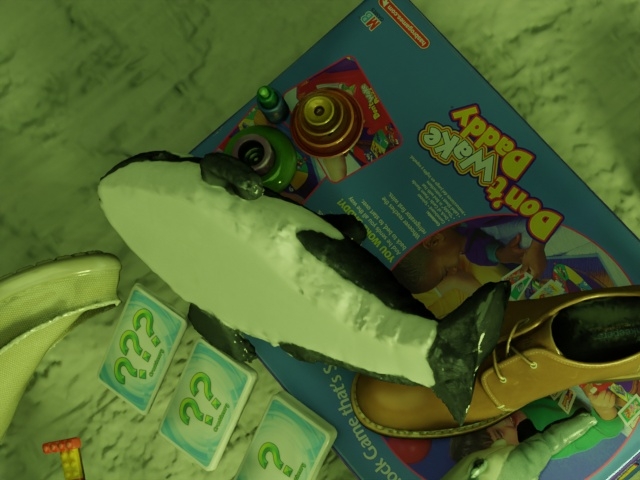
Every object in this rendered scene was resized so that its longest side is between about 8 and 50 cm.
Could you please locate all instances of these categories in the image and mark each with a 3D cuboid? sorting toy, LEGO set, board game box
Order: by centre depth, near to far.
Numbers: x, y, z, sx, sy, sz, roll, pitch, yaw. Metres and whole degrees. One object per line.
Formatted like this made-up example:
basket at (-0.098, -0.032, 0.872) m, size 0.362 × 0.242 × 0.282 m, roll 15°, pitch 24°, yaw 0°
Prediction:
sorting toy at (-0.024, -0.071, 1.045) m, size 0.102 × 0.042 × 0.061 m, roll -28°, pitch 72°, yaw 4°
board game box at (0.073, 0.032, 1.062) m, size 0.233 × 0.078 × 0.347 m, roll -41°, pitch 71°, yaw 0°
LEGO set at (-0.116, 0.178, 1.064) m, size 0.182 × 0.060 × 0.244 m, roll 35°, pitch 111°, yaw 25°

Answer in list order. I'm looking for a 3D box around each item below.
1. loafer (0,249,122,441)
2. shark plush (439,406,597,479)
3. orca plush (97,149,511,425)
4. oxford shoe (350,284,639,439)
loafer at (-0.237, 0.099, 1.105) m, size 0.268 × 0.102 × 0.092 m, roll -33°, pitch 85°, yaw 10°
shark plush at (0.101, 0.161, 0.970) m, size 0.067 × 0.073 × 0.161 m, roll 47°, pitch 68°, yaw -1°
orca plush at (0.000, 0.000, 0.987) m, size 0.287 × 0.102 × 0.151 m, roll 12°, pitch 127°, yaw 39°
oxford shoe at (0.114, 0.065, 0.964) m, size 0.212 × 0.076 × 0.076 m, roll -17°, pitch 75°, yaw 9°
